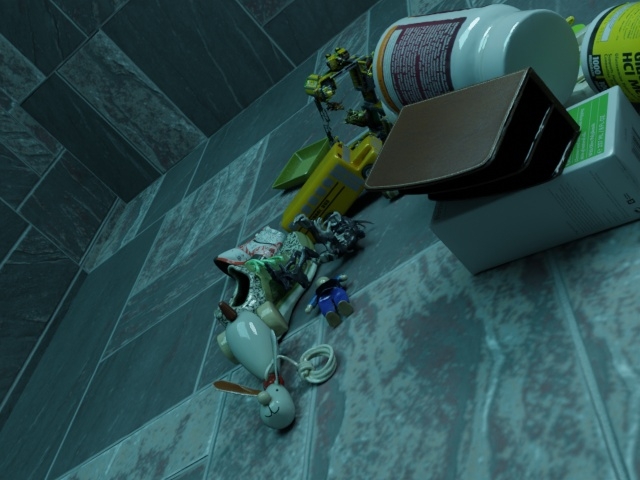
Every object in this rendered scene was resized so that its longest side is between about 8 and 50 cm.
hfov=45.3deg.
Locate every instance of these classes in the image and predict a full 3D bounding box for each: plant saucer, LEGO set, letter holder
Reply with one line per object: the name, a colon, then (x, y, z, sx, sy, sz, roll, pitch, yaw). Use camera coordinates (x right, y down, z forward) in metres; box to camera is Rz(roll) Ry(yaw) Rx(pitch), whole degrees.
plant saucer: (-0.054, -0.245, 2.553, 0.188, 0.045, 0.188, -17, 34, 48)
LEGO set: (0.125, -0.349, 2.070, 0.255, 0.331, 0.192, -30, 31, -27)
letter holder: (0.248, -0.137, 1.320, 0.302, 0.152, 0.214, -7, 48, 54)

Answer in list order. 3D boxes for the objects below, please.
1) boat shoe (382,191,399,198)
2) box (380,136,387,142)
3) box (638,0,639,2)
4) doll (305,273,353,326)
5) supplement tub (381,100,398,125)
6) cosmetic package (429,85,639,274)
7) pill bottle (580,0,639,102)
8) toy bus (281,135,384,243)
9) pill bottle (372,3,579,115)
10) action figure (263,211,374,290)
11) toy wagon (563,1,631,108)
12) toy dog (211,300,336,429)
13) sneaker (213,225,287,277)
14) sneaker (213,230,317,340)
boat shoe: (0.208, -0.183, 1.992, 0.072, 0.068, 0.189, -15, 43, 28)
box: (0.263, -0.375, 2.252, 0.225, 0.036, 0.136, -40, 23, 14)
box: (0.715, -0.451, 1.528, 0.116, 0.029, 0.162, -37, 53, 7)
doll: (0.018, 0.130, 1.770, 0.129, 0.046, 0.189, -41, 23, 6)
supplement tub: (0.328, -0.390, 1.899, 0.331, 0.241, 0.241, -7, 42, 56)
cosmetic package: (0.397, -0.097, 1.384, 0.366, 0.155, 0.196, -23, 33, 39)
pill bottle: (0.636, -0.336, 1.349, 0.188, 0.188, 0.334, -47, 22, -7)
toy bus: (0.038, -0.143, 2.057, 0.332, 0.130, 0.108, -51, 16, 28)
pill bottle: (0.296, -0.343, 1.514, 0.224, 0.224, 0.392, -49, 29, -12)
action figure: (0.000, 0.000, 1.865, 0.276, 0.140, 0.164, -39, 15, -25)
toy wagon: (0.598, -0.420, 1.723, 0.267, 0.068, 0.344, -35, 23, 20)
toy dog: (-0.142, 0.235, 1.631, 0.220, 0.161, 0.334, -50, 35, -9)
sneaker: (-0.197, 0.034, 2.252, 0.270, 0.090, 0.145, -4, 44, 53)
sneaker: (-0.139, 0.095, 1.918, 0.158, 0.182, 0.410, -26, 29, 38)
